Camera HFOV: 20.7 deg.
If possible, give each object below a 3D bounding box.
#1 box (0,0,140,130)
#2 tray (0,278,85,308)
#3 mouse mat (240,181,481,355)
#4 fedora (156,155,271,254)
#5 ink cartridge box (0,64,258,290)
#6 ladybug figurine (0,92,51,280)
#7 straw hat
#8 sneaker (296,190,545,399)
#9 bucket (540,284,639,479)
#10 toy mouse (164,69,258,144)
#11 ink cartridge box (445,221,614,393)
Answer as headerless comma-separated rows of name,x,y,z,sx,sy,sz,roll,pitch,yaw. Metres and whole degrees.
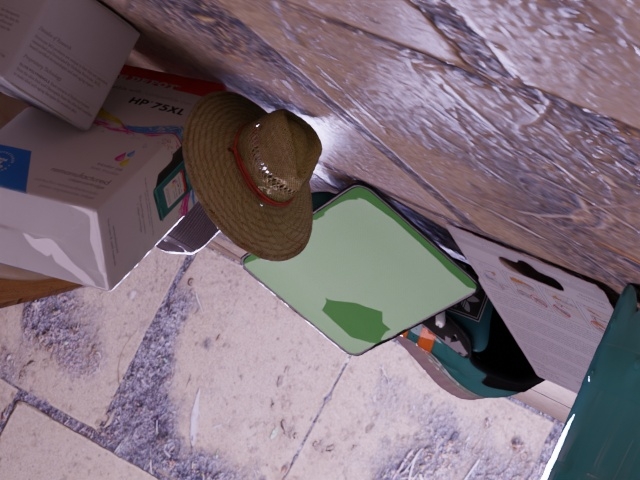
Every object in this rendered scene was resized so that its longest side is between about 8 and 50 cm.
box,-0.211,-0.149,1.281,0.101,0.087,0.102,25,175,37
tray,-0.400,-0.100,1.777,0.411,0.076,0.203,46,-150,20
mouse mat,0.033,0.030,1.561,0.152,0.007,0.189,41,138,-17
fedora,-0.166,-0.066,1.711,0.275,0.124,0.244,25,176,32
ink cartridge box,-0.158,-0.067,1.337,0.134,0.231,0.078,13,129,24
ladybug figurine,-0.364,-0.133,1.565,0.449,0.162,0.305,35,-158,24
straw hat,-0.032,-0.062,1.289,0.061,0.144,0.144,-30,135,34
sneaker,0.100,0.046,1.633,0.302,0.108,0.121,37,152,-26
bucket,0.297,0.175,1.263,0.281,0.183,0.281,28,175,2
toy mouse,-0.105,-0.103,1.516,0.161,0.031,0.143,30,175,-30
ink cartridge box,0.221,0.064,1.467,0.181,0.056,0.225,24,155,45
